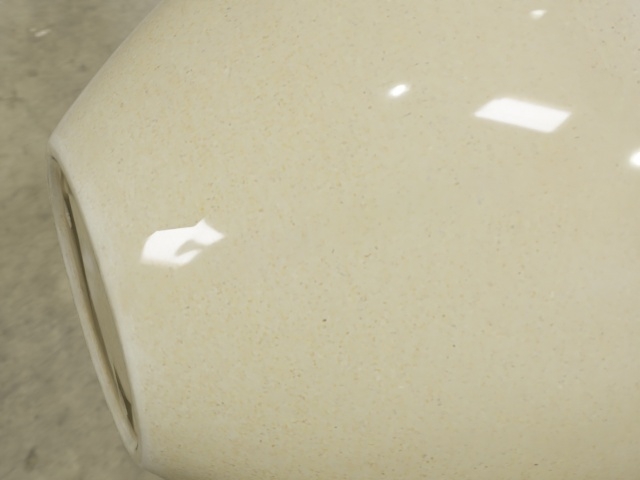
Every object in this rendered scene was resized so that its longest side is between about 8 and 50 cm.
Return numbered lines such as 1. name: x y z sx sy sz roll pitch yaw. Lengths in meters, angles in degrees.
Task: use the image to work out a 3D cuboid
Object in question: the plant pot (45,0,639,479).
1. plant pot: 0.000 0.000 0.608 0.191 0.284 0.284 -16 97 -14
